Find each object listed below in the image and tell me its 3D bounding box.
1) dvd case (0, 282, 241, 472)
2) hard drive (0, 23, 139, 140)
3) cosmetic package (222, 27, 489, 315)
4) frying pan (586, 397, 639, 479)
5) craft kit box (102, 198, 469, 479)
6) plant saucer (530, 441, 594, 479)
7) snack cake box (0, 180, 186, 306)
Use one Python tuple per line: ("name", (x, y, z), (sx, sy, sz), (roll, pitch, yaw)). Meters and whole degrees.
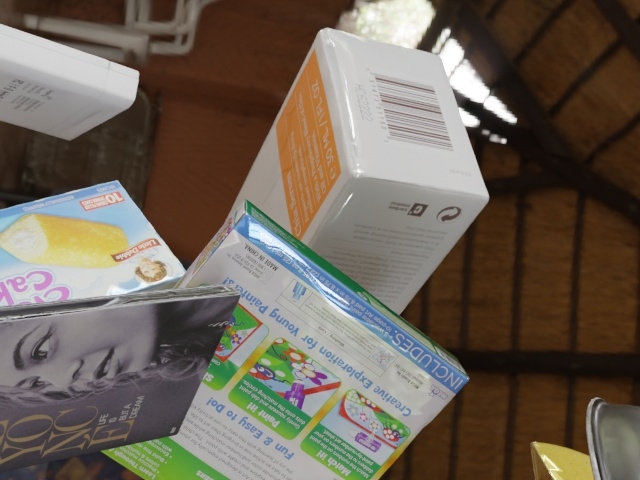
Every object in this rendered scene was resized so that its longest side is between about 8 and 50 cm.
("dvd case", (-0.177, 0.104, 0.671), (0.018, 0.221, 0.164), (53, -49, 35))
("hard drive", (-0.397, -0.190, 0.969), (0.233, 0.353, 0.047), (-8, -109, 58))
("cosmetic package", (0.000, 0.000, 1.124), (0.453, 0.162, 0.230), (121, -31, -43))
("frying pan", (0.220, 0.206, 0.501), (0.053, 0.326, 0.197), (-26, -140, 22))
("craft kit box", (-0.044, 0.134, 0.813), (0.246, 0.250, 0.061), (-50, -166, 7))
("plant saucer", (0.399, 0.446, 1.223), (0.332, 0.081, 0.333), (62, -3, 37))
("snack cake box", (-0.275, 0.051, 0.860), (0.152, 0.264, 0.089), (47, -40, 33))
